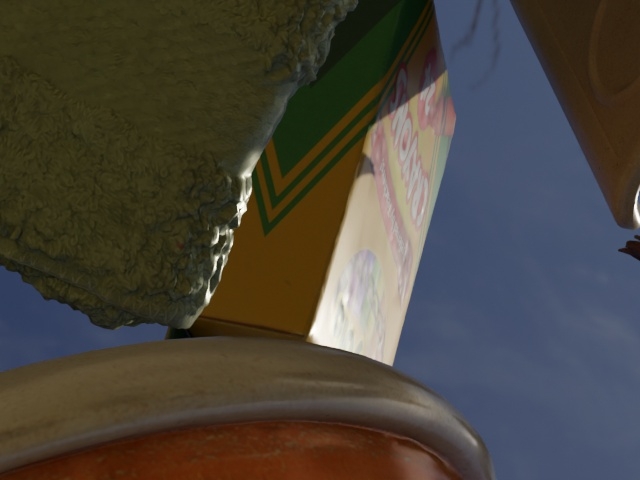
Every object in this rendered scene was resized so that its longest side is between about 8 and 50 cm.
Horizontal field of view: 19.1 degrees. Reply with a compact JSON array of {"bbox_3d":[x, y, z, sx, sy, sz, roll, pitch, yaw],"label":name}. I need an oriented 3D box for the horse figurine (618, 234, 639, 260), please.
[{"bbox_3d":[0.263,0.066,1.122,0.066,0.174,0.263,-6,-167,-17],"label":"horse figurine"}]

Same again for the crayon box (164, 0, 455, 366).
[{"bbox_3d":[0.000,0.000,1.112,0.081,0.202,0.318,9,-116,15],"label":"crayon box"}]

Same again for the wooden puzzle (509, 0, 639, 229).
[{"bbox_3d":[0.236,-0.223,1.219,0.080,0.348,0.322,11,-149,-15],"label":"wooden puzzle"}]

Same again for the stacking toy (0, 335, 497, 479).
[{"bbox_3d":[-0.024,0.300,0.557,0.351,0.350,0.480,-12,-124,-22],"label":"stacking toy"}]

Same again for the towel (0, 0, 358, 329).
[{"bbox_3d":[-0.068,-0.058,0.382,0.148,0.110,0.027,28,-176,4],"label":"towel"}]
